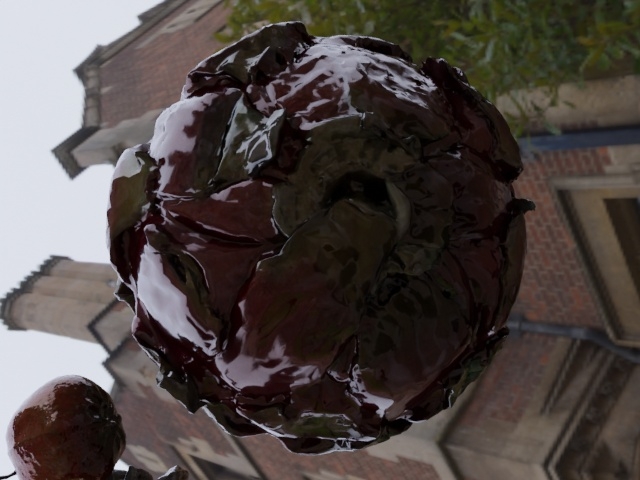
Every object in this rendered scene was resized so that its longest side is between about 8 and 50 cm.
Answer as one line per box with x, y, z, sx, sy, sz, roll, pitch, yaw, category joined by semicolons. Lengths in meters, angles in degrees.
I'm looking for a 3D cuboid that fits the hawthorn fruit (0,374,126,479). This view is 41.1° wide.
-0.365;0.280;1.171;0.194;0.157;0.157;-32;-58;9;hawthorn fruit

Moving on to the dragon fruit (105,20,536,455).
0.001;0.003;0.650;0.329;0.329;0.329;-1;-88;-44;dragon fruit

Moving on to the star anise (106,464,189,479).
-0.244;0.400;1.216;0.093;0.236;0.229;-51;-34;-58;star anise
